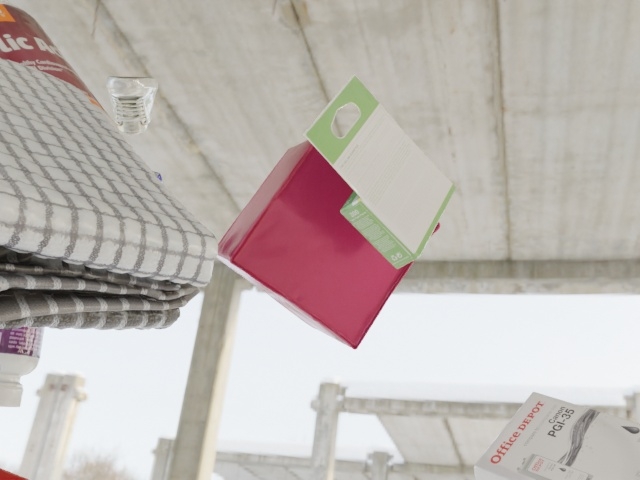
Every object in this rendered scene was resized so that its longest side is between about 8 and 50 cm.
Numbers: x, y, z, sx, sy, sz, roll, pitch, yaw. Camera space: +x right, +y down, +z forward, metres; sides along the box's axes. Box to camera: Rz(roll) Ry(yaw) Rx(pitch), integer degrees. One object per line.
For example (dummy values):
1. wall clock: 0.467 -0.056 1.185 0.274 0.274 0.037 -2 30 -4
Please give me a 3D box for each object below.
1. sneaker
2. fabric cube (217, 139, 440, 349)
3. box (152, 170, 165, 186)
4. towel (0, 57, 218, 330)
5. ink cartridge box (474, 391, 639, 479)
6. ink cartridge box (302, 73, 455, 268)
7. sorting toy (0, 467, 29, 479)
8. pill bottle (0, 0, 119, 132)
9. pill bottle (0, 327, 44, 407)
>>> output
1. sneaker: -0.412 -0.298 1.673 0.106 0.123 0.290 0 3 -7
2. fabric cube: 0.000 0.000 1.285 0.259 0.254 0.258 37 -8 -12
3. box: -0.411 -0.095 1.695 0.126 0.072 0.137 16 -38 22
4. towel: -0.235 -0.039 0.528 0.235 0.284 0.121 12 -64 -53
5. ink cartridge box: 0.418 0.379 1.190 0.283 0.207 0.117 10 -52 44
6. ink cartridge box: 0.079 -0.100 1.071 0.235 0.171 0.056 45 -41 -12
7. sorting toy: -0.308 0.364 0.789 0.089 0.257 0.255 -39 -47 6
8. pill bottle: -0.512 -0.243 1.212 0.224 0.392 0.224 -33 -25 -17
9. pill bottle: -0.625 0.167 1.458 0.170 0.301 0.169 4 -13 1
